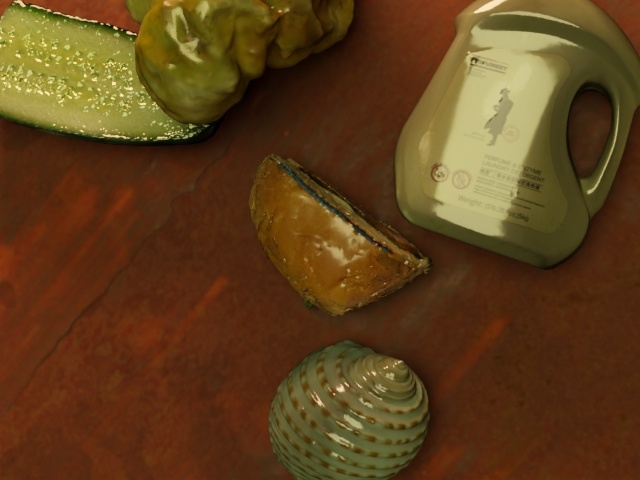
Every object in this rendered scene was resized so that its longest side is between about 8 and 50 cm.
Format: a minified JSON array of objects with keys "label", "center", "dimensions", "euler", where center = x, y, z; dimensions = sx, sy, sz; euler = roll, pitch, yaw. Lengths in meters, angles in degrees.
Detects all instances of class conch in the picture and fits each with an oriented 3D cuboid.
[{"label":"conch","center":[0.015,0.149,1.137],"dimensions":[0.153,0.102,0.135],"euler":[-41,63,8]}]

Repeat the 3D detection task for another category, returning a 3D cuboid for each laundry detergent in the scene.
[{"label":"laundry detergent","center":[0.171,-0.114,1.117],"dimensions":[0.181,0.091,0.253],"euler":[20,92,12]}]

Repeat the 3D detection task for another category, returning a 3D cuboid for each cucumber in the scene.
[{"label":"cucumber","center":[-0.198,-0.135,1.227],"dimensions":[0.244,0.063,0.115],"euler":[18,81,15]}]

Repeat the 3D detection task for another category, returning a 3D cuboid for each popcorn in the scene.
[{"label":"popcorn","center":[-0.064,-0.251,1.141],"dimensions":[0.225,0.173,0.285],"euler":[-13,73,-5]}]

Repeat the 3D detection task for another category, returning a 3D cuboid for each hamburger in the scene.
[{"label":"hamburger","center":[0.000,0.008,1.155],"dimensions":[0.176,0.087,0.102],"euler":[36,93,11]}]
